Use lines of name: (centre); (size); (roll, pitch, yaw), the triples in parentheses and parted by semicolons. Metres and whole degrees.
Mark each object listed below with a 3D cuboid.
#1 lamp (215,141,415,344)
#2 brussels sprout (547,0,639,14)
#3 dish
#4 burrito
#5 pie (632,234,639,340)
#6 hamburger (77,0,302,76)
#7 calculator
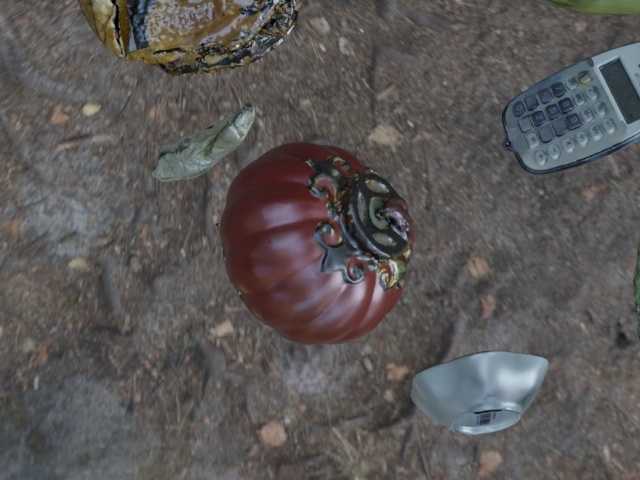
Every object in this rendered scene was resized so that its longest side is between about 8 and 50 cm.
lamp: (0.000, 0.000, 1.193); (0.226, 0.227, 0.227); (-2, 108, -5)
brussels sprout: (0.180, -0.279, 0.644); (0.344, 0.344, 0.268); (33, 126, -15)
dish: (0.210, 0.208, 1.434); (0.190, 0.066, 0.191); (-5, 152, -3)
burrito: (-0.160, -0.129, 1.502); (0.058, 0.229, 0.063); (1, 75, -35)
pie: (0.264, 0.006, 0.410); (0.302, 0.302, 0.067); (-31, 136, 5)
hamburger: (-0.117, -0.259, 0.996); (0.230, 0.107, 0.231); (0, 90, 18)
calculator: (0.396, -0.193, 1.647); (0.268, 0.177, 0.040); (-21, 142, 12)
